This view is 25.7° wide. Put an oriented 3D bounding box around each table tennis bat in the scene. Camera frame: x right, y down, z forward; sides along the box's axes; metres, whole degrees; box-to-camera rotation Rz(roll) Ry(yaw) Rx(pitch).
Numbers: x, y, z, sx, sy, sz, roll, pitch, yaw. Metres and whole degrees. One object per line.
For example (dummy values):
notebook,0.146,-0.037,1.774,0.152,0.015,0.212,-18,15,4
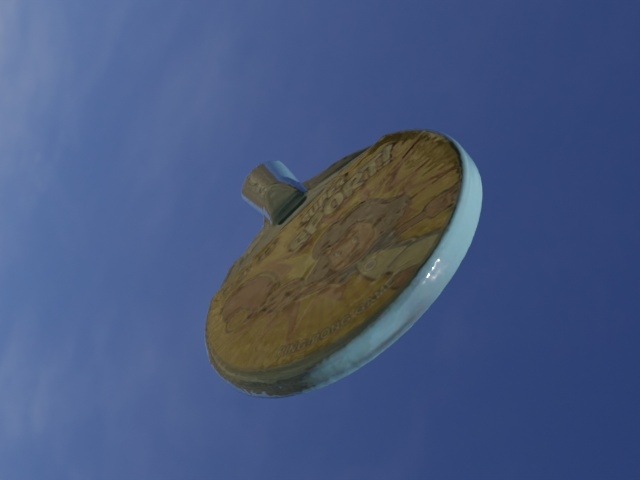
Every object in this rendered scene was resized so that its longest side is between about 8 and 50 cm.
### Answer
table tennis bat,0.000,0.000,0.948,0.215,0.044,0.329,-44,-158,0
